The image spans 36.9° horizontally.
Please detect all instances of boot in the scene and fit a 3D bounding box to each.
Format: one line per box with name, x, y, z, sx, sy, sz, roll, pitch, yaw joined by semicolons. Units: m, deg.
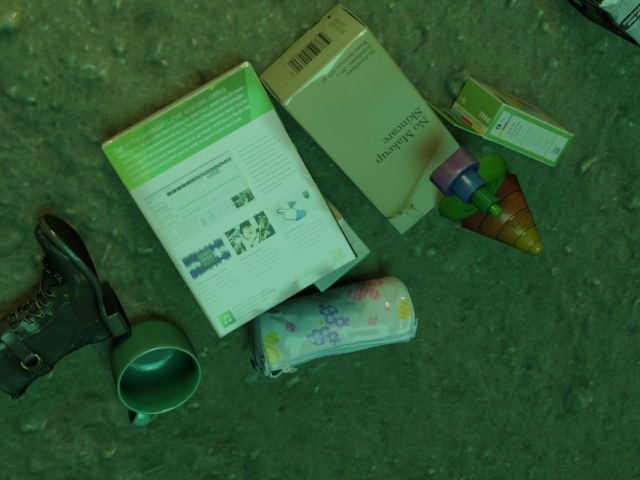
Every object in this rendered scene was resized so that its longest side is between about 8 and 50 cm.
boot;-0.414;0.107;1.367;0.229;0.091;0.263;-27;130;-6

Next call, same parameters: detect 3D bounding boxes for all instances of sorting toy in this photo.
sorting toy;0.269;-0.042;1.442;0.127;0.126;0.365;-46;159;9

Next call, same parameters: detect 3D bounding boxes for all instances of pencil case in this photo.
pencil case;0.017;0.138;1.554;0.273;0.124;0.113;-13;125;-16

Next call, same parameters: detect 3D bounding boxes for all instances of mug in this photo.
mug;-0.269;0.196;1.483;0.157;0.097;0.129;-39;128;4

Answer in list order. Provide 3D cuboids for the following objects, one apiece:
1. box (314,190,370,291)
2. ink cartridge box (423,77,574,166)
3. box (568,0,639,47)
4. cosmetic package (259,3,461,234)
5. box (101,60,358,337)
box;0.000;0.000;1.471;0.102;0.101;0.087;-40;127;3
ink cartridge box;0.273;-0.189;1.463;0.209;0.109;0.062;16;113;-30
box;0.473;-0.421;1.365;0.142;0.163;0.247;27;107;-34
cosmetic package;0.073;-0.169;1.388;0.160;0.113;0.309;-43;126;5
box;-0.123;-0.056;1.344;0.232;0.058;0.322;-30;108;-3
